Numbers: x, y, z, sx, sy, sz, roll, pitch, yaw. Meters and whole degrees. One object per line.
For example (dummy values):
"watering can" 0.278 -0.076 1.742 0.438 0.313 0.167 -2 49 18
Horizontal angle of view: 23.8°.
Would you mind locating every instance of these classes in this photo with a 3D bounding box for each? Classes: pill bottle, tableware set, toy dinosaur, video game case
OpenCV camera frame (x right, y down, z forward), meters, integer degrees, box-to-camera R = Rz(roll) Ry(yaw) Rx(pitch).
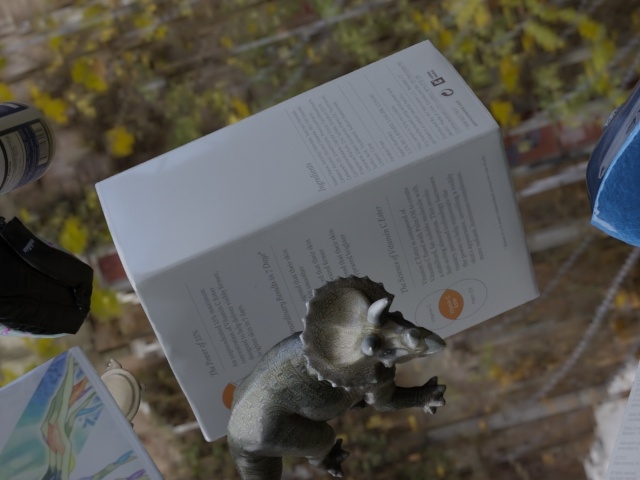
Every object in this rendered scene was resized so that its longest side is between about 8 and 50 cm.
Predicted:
"pill bottle" -0.362 -0.090 1.616 0.169 0.094 0.094 -35 -71 -65
"tableware set" -0.250 0.204 1.609 0.020 0.141 0.169 20 -98 -56
"toy dinosaur" -0.006 0.123 1.255 0.160 0.313 0.121 20 -137 -40
"video game case" -0.281 0.285 1.401 0.329 0.300 0.036 50 164 36

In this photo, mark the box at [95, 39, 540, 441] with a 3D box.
"box" 0.000 0.000 1.411 0.168 0.345 0.215 -119 7 -49

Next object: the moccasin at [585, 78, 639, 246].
"moccasin" 0.295 -0.152 1.088 0.138 0.342 0.117 33 -152 -17

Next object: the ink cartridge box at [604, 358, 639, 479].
"ink cartridge box" 0.342 0.175 1.311 0.176 0.069 0.371 31 -109 -26

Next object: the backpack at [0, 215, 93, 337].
"backpack" -0.365 0.048 1.831 0.182 0.115 0.152 18 -90 -36
